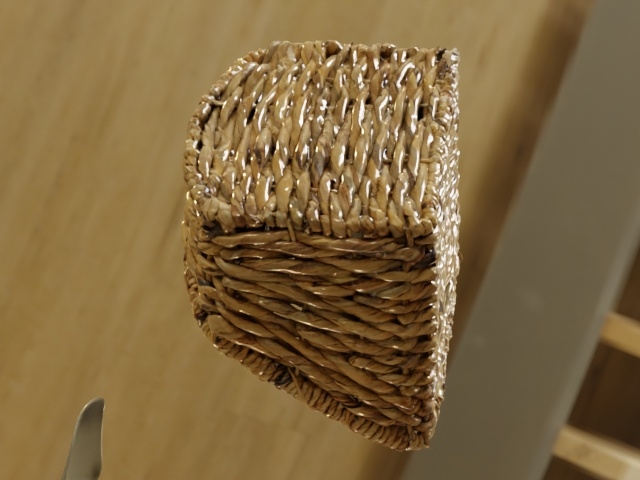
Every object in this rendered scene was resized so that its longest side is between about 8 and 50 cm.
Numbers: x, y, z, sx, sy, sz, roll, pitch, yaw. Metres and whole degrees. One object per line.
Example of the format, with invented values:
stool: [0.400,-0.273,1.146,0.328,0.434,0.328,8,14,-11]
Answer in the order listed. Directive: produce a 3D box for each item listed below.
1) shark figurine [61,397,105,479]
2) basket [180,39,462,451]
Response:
shark figurine: [-0.144,0.223,1.323,0.278,0.116,0.166,31,-126,-37]
basket: [0.000,0.000,1.488,0.299,0.213,0.223,-77,-12,-56]
